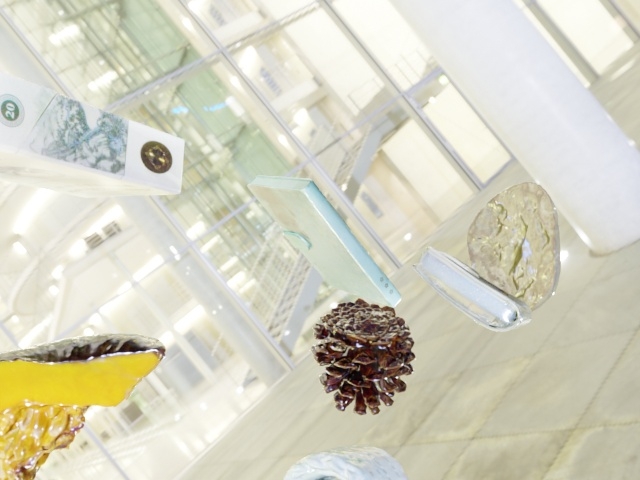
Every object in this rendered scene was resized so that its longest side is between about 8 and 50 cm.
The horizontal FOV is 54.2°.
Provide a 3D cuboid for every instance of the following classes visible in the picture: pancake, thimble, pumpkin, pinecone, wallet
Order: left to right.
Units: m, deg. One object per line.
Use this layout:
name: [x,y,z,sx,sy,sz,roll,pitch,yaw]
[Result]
pumpkin: [-0.325,0.159,0.691,0.278,0.163,0.111,-46,26,3]
thimble: [0.038,0.426,1.005,0.211,0.185,0.149,10,-3,41]
pinecone: [0.065,0.187,0.955,0.163,0.165,0.163,0,22,0]
wallet: [0.152,0.053,0.619,0.039,0.110,0.155,-57,-22,6]
pancake: [0.349,0.009,1.105,0.050,0.242,0.242,5,-22,-25]

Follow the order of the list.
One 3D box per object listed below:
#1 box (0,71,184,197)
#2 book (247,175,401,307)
box: [-0.290,-0.100,0.658,0.164,0.069,0.256,0,-6,28]
book: [0.000,0.000,0.532,0.017,0.135,0.103,-48,29,-18]
